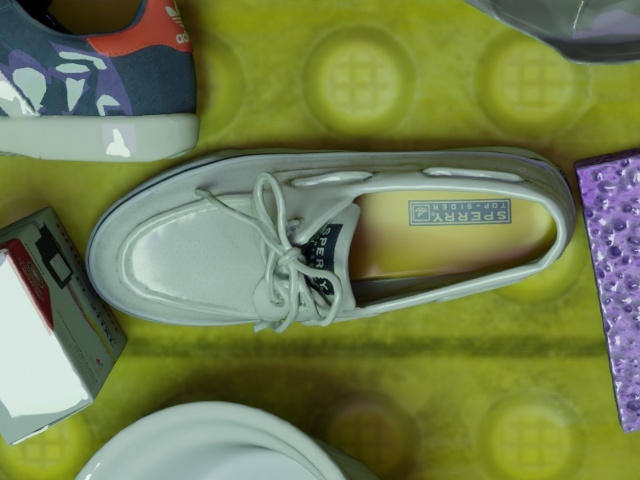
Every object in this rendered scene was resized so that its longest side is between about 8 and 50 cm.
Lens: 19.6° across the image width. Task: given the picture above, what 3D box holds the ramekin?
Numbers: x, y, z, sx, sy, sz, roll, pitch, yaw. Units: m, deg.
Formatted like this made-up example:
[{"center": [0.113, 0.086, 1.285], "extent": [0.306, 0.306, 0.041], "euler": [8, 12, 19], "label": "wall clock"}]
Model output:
[{"center": [-0.056, 0.262, 1.353], "extent": [0.277, 0.135, 0.277], "euler": [-5, 78, 25], "label": "ramekin"}]

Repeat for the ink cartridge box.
[{"center": [-0.211, 0.057, 1.349], "extent": [0.072, 0.175, 0.127], "euler": [-28, 99, 7], "label": "ink cartridge box"}]

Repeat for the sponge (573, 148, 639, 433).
[{"center": [0.264, 0.031, 1.376], "extent": [0.117, 0.031, 0.210], "euler": [-10, 102, 7], "label": "sponge"}]

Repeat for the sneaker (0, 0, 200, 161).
[{"center": [-0.262, -0.132, 1.346], "extent": [0.350, 0.131, 0.148], "euler": [0, 94, 0], "label": "sneaker"}]

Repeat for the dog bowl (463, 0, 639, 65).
[{"center": [0.193, -0.299, 1.274], "extent": [0.348, 0.102, 0.349], "euler": [1, 102, 4], "label": "dog bowl"}]

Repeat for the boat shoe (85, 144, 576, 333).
[{"center": [0.002, 0.008, 1.329], "extent": [0.367, 0.156, 0.136], "euler": [-3, 102, 5], "label": "boat shoe"}]
